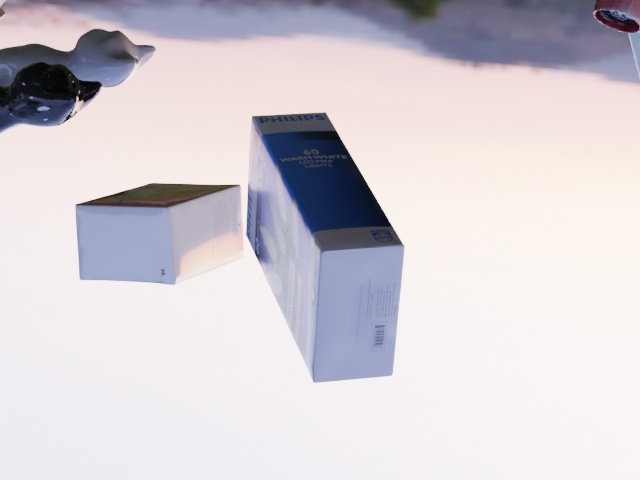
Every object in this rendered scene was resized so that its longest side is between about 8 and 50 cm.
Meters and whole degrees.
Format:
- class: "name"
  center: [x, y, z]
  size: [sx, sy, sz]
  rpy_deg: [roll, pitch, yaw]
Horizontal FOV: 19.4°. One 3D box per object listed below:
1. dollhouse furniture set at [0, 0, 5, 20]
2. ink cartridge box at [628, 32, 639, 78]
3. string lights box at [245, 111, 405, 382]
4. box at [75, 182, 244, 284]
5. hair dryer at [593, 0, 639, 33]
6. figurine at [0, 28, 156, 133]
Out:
- class: "dollhouse furniture set"
  center: [-0.163, -0.256, 1.192]
  size: [0.161, 0.212, 0.242]
  rpy_deg: [-38, -172, 46]
- class: "ink cartridge box"
  center: [0.417, -0.163, 1.937]
  size: [0.181, 0.225, 0.056]
  rpy_deg: [-35, -146, -27]
- class: "string lights box"
  center: [0.000, 0.000, 1.670]
  size: [0.077, 0.133, 0.260]
  rpy_deg: [-5, -150, -15]
- class: "box"
  center: [-0.184, -0.011, 2.172]
  size: [0.130, 0.091, 0.170]
  rpy_deg: [2, -169, 26]
- class: "hair dryer"
  center: [0.256, -0.247, 1.402]
  size: [0.080, 0.223, 0.293]
  rpy_deg: [17, -142, 8]
- class: "figurine"
  center: [-0.280, -0.143, 1.792]
  size: [0.209, 0.092, 0.215]
  rpy_deg: [-11, -163, 24]
